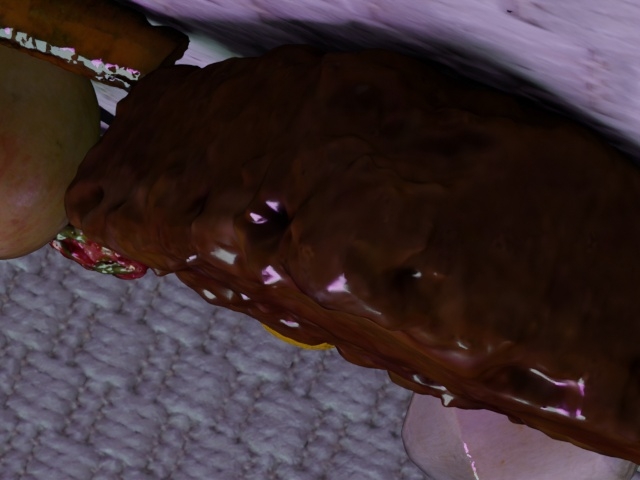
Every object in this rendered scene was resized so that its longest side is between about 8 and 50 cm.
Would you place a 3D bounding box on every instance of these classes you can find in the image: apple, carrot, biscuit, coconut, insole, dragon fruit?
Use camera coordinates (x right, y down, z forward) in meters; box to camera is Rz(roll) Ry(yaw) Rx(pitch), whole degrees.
[{"bbox_3d":[-0.304,-0.097,1.692,0.260,0.194,0.261,27,174,3],"label":"apple"},{"bbox_3d":[-0.214,-0.163,1.388,0.260,0.070,0.070,21,174,9],"label":"carrot"},{"bbox_3d":[0.060,0.004,1.267,0.342,0.166,0.395,30,170,-31],"label":"biscuit"},{"bbox_3d":[0.180,0.156,1.820,0.222,0.202,0.202,-25,154,16],"label":"coconut"},{"bbox_3d":[-0.226,-0.131,2.000,0.053,0.002,0.152,22,174,24],"label":"insole"},{"bbox_3d":[-0.205,-0.035,2.138,0.172,0.160,0.167,5,129,26],"label":"dragon fruit"}]

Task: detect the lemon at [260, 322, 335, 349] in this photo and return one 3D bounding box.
[{"bbox_3d":[-0.002,0.034,1.902,0.142,0.142,0.187,23,176,8],"label":"lemon"}]
